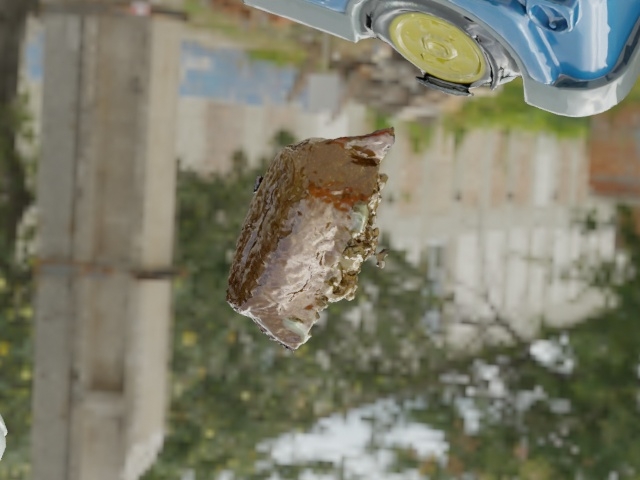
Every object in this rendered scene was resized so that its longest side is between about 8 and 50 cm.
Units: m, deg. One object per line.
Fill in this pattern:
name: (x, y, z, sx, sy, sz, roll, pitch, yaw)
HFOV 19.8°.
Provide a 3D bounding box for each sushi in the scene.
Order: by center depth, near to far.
sushi: (-0.001, -0.003, 0.805, 0.060, 0.061, 0.118, 12, 135, -22)

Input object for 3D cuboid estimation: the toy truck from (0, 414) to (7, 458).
toy truck: (-0.366, 0.132, 1.010, 0.388, 0.207, 0.173, -27, 162, -4)

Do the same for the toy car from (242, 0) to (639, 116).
toy car: (0.013, -0.112, 0.467, 0.191, 0.097, 0.100, 21, 157, 19)
